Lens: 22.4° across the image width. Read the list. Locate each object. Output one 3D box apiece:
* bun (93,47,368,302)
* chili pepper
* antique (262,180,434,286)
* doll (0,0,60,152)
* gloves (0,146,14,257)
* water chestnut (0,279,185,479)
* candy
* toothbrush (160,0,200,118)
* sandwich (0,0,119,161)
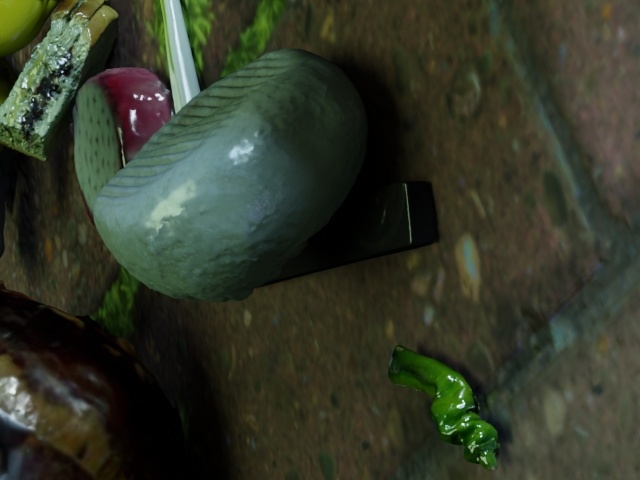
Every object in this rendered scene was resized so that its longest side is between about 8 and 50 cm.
[{"bbox_3d":[-0.036,-0.026,0.756,0.083,0.141,0.141,48,157,-18],"label":"bun"},{"bbox_3d":[0.055,0.070,0.703,0.027,0.022,0.083,-52,40,7],"label":"chili pepper"},{"bbox_3d":[0.000,0.000,0.793,0.192,0.015,0.031,-16,80,61],"label":"antique"},{"bbox_3d":[-0.248,-0.101,1.073,0.221,0.143,0.135,-55,9,21],"label":"doll"},{"bbox_3d":[-0.296,-0.093,1.210,0.119,0.142,0.285,81,173,-74],"label":"gloves"},{"bbox_3d":[-0.202,0.138,0.989,0.300,0.300,0.300,18,111,59],"label":"water chestnut"},{"bbox_3d":[-0.117,-0.053,0.969,0.103,0.043,0.103,19,112,59],"label":"candy"},{"bbox_3d":[-0.101,-0.172,0.935,0.022,0.026,0.263,140,120,-64],"label":"toothbrush"},{"bbox_3d":[-0.162,-0.102,1.003,0.105,0.035,0.093,-63,-2,40],"label":"sandwich"}]
